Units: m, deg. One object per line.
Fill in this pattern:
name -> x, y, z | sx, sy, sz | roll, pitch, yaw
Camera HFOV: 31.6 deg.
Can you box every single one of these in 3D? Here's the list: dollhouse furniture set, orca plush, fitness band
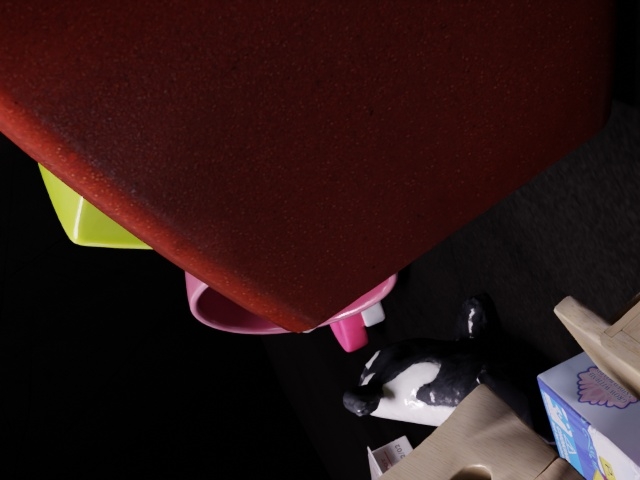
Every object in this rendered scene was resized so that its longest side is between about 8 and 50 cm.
dollhouse furniture set -> 0.139, 0.095, 0.400 | 0.129, 0.183, 0.129 | 47, 180, -24
orca plush -> 0.098, 0.087, 0.843 | 0.287, 0.151, 0.102 | 118, 158, -83
fitness band -> 0.000, 0.000, 1.353 | 0.209, 0.054, 0.291 | -129, 18, -61

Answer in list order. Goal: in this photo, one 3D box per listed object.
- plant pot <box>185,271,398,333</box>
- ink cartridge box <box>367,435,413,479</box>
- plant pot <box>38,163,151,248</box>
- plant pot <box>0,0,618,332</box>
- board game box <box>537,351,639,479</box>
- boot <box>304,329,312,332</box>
plant pot -> -0.039, -0.026, 1.109 | 0.201, 0.201, 0.180 | 84, 176, -65
ink cartridge box -> 0.116, 0.343, 1.566 | 0.104, 0.061, 0.181 | 61, 171, 28
plant pot -> -0.092, -0.133, 0.885 | 0.228, 0.227, 0.207 | -124, 43, -52
plant pot -> -0.019, -0.123, 0.508 | 0.236, 0.267, 0.267 | 56, 178, -33
board game box -> 0.235, 0.242, 0.521 | 0.318, 0.065, 0.319 | -134, 22, -67
boot -> -0.066, -0.012, 1.319 | 0.258, 0.095, 0.123 | 61, 171, -24
